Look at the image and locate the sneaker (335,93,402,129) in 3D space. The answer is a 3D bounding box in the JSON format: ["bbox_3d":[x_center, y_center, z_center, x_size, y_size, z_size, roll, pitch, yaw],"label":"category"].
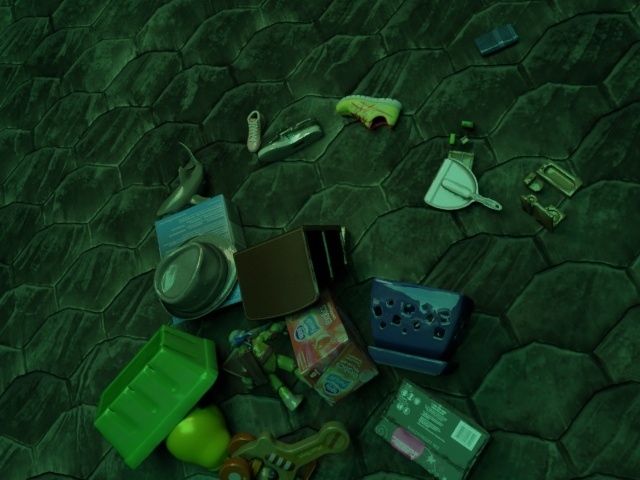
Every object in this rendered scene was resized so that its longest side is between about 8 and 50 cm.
[{"bbox_3d":[0.141,-0.387,1.978,0.208,0.081,0.094,7,77,22],"label":"sneaker"}]

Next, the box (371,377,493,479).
[{"bbox_3d":[0.281,0.480,1.606,0.247,0.142,0.163,31,84,25],"label":"box"}]

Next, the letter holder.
[{"bbox_3d":[-0.078,0.100,1.797,0.301,0.152,0.215,-21,77,42],"label":"letter holder"}]

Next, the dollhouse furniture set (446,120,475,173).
[{"bbox_3d":[0.411,-0.268,1.871,0.076,0.058,0.152,9,95,15],"label":"dollhouse furniture set"}]

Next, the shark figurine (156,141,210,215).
[{"bbox_3d":[-0.424,-0.209,2.063,0.166,0.116,0.278,-6,49,22],"label":"shark figurine"}]

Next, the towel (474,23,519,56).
[{"bbox_3d":[0.527,-0.599,1.935,0.119,0.029,0.067,-22,66,11],"label":"towel"}]

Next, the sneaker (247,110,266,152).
[{"bbox_3d":[-0.218,-0.359,2.106,0.051,0.070,0.134,9,77,20],"label":"sneaker"}]

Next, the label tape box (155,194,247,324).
[{"bbox_3d":[-0.353,0.066,1.993,0.249,0.115,0.348,-21,70,13],"label":"label tape box"}]

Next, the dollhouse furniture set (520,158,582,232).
[{"bbox_3d":[0.604,-0.137,1.701,0.151,0.123,0.144,-46,64,1],"label":"dollhouse furniture set"}]

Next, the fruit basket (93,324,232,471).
[{"bbox_3d":[-0.397,0.479,1.828,0.392,0.392,0.283,-42,20,3],"label":"fruit basket"}]

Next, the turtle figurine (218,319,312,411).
[{"bbox_3d":[-0.132,0.338,1.827,0.266,0.275,0.198,39,65,7],"label":"turtle figurine"}]

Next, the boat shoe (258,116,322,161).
[{"bbox_3d":[-0.102,-0.320,2.051,0.219,0.078,0.070,-24,67,2],"label":"boat shoe"}]

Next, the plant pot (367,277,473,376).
[{"bbox_3d":[0.252,0.227,1.657,0.235,0.236,0.212,8,83,22],"label":"plant pot"}]

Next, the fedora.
[{"bbox_3d":[-0.377,0.091,1.863,0.275,0.124,0.243,-47,65,1],"label":"fedora"}]

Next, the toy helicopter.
[{"bbox_3d":[-0.072,0.585,1.688,0.355,0.140,0.235,-29,103,13],"label":"toy helicopter"}]

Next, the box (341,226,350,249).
[{"bbox_3d":[0.000,0.000,1.915,0.168,0.054,0.059,-4,71,19],"label":"box"}]

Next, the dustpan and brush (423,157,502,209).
[{"bbox_3d":[0.408,-0.132,1.802,0.211,0.060,0.147,28,92,17],"label":"dustpan and brush"}]

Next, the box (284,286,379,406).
[{"bbox_3d":[0.019,0.265,1.690,0.154,0.142,0.300,-37,25,6],"label":"box"}]
